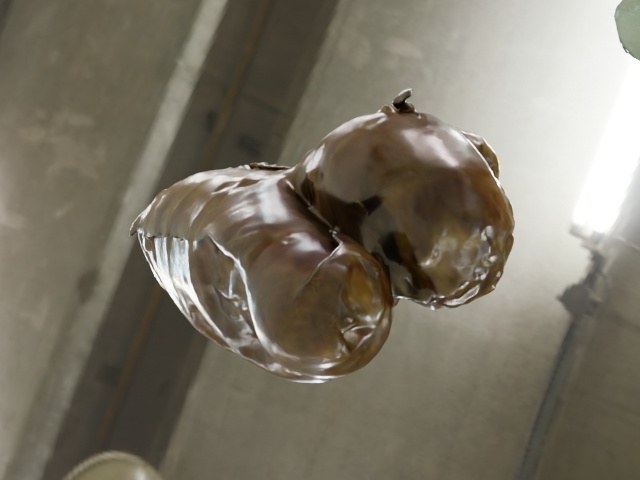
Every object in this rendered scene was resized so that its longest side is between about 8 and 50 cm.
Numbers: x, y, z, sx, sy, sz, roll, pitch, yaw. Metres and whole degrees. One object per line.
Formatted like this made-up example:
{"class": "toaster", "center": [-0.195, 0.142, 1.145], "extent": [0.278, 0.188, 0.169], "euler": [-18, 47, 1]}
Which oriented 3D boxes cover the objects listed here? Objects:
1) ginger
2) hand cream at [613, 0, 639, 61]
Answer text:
{"class": "ginger", "center": [0.000, 0.000, 1.028], "extent": [0.254, 0.176, 0.418], "euler": [-36, -167, -20]}
{"class": "hand cream", "center": [0.237, -0.157, 0.723], "extent": [0.078, 0.050, 0.205], "euler": [7, -146, 47]}
